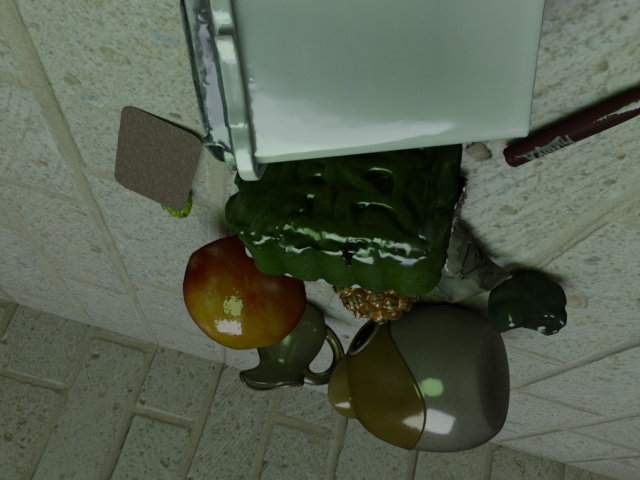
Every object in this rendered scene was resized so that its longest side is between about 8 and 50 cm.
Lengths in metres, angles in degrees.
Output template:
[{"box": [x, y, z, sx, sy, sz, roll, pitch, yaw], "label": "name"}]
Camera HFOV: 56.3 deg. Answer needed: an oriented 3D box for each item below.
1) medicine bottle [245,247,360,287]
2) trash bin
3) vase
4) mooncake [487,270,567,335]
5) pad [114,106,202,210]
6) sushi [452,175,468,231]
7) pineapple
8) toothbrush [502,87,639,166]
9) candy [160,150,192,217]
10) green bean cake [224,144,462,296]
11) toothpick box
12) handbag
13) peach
[{"box": [-0.019, 0.012, 1.392, 0.297, 0.111, 0.161, 7, 116, 14], "label": "medicine bottle"}, {"box": [0.049, -0.240, 0.672, 0.368, 0.255, 0.295, 1, 121, 9], "label": "trash bin"}, {"box": [-0.075, 0.368, 1.986, 0.330, 0.302, 0.241, 19, 155, -8], "label": "vase"}, {"box": [0.472, 0.153, 1.363, 0.168, 0.175, 0.104, 58, 159, 7], "label": "mooncake"}, {"box": [-0.356, -0.168, 1.293, 0.176, 0.002, 0.266, 25, 142, -7], "label": "pad"}, {"box": [0.231, -0.066, 1.131, 0.078, 0.090, 0.150, 20, 145, 11], "label": "sushi"}, {"box": [0.142, 0.130, 1.556, 0.250, 0.139, 0.164, 21, 154, -3], "label": "pineapple"}, {"box": [0.408, -0.180, 0.846, 0.041, 0.040, 0.364, 28, 153, -24], "label": "toothbrush"}, {"box": [-0.323, -0.134, 1.368, 0.077, 0.073, 0.262, 19, 149, -7], "label": "candy"}, {"box": [0.044, -0.094, 0.895, 0.320, 0.334, 0.218, 7, 155, 13], "label": "green bean cake"}, {"box": [0.276, 0.373, 1.671, 0.426, 0.408, 0.409, -8, 147, 32], "label": "toothpick box"}, {"box": [0.287, 0.041, 1.303, 0.183, 0.117, 0.270, -23, 129, 32], "label": "handbag"}, {"box": [-0.201, 0.128, 1.547, 0.308, 0.307, 0.332, -11, 142, 45], "label": "peach"}]
